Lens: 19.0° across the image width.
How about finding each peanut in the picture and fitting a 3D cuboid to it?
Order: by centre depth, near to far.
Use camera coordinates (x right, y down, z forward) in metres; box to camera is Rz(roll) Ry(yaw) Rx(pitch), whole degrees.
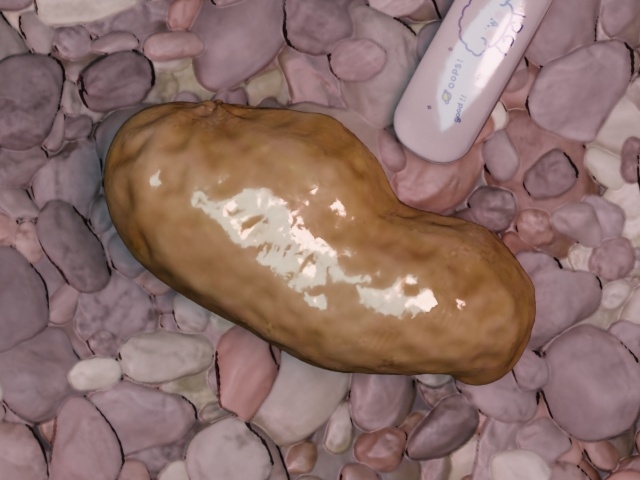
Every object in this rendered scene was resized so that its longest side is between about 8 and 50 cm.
[{"bbox_3d":[0.000,0.000,1.602,0.387,0.169,0.192,28,93,2],"label":"peanut"}]

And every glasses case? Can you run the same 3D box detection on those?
[{"bbox_3d":[0.131,-0.158,1.627,0.076,0.049,0.197,31,98,6],"label":"glasses case"}]
